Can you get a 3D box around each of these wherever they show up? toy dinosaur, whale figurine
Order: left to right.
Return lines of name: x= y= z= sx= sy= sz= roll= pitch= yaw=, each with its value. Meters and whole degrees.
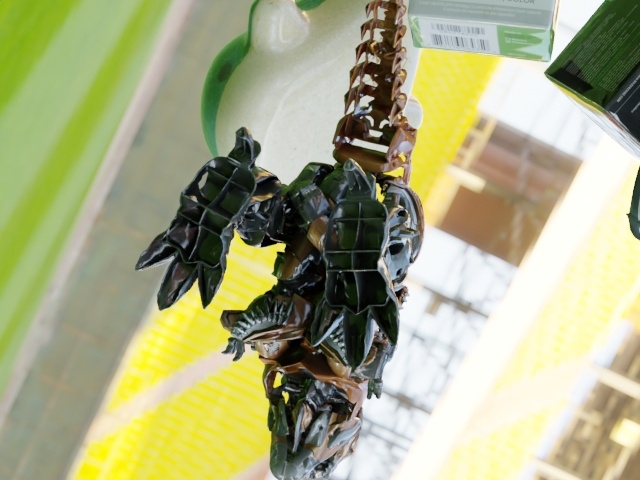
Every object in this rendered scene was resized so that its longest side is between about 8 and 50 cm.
toy dinosaur: x=0.000 y=0.000 z=1.148 sx=0.218 sy=0.164 sz=0.322 roll=-7 pitch=89 yaw=-69
whale figurine: x=0.006 y=-0.158 z=1.505 sx=0.272 sy=0.216 sz=0.141 roll=-56 pitch=-138 yaw=2

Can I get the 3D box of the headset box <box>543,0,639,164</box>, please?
headset box: x=0.373 y=-0.126 z=1.407 sx=0.246 sy=0.283 sz=0.131 roll=-50 pitch=-158 yaw=5

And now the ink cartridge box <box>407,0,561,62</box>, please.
ink cartridge box: x=0.137 y=-0.246 z=1.346 sx=0.062 sy=0.109 sz=0.209 roll=68 pitch=32 yaw=-69

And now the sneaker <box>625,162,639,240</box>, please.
sneaker: x=0.308 y=0.035 z=1.259 sx=0.153 sy=0.099 sz=0.282 roll=-13 pitch=-93 yaw=65
